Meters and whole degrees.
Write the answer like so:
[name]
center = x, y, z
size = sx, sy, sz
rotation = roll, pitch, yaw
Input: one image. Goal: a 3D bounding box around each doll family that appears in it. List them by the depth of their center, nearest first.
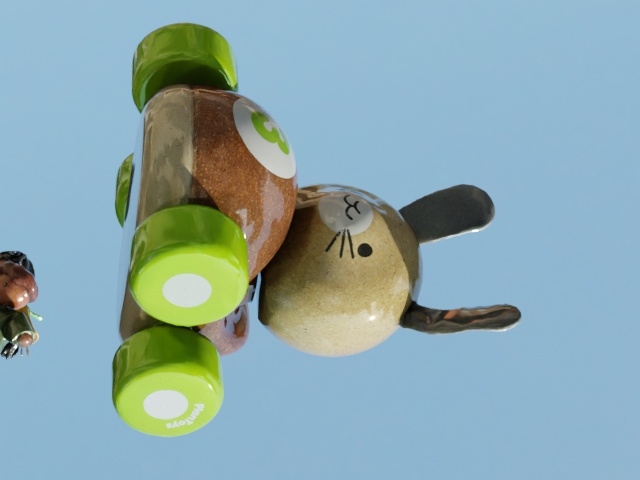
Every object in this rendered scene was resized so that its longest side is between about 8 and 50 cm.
[doll family]
center = -0.216, 0.033, 1.062
size = 0.193, 0.076, 0.111
rotation = 25, -106, 33

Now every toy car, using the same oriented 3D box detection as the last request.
[toy car]
center = 0.000, 0.000, 0.896
size = 0.188, 0.149, 0.155
rotation = 5, -136, -10
